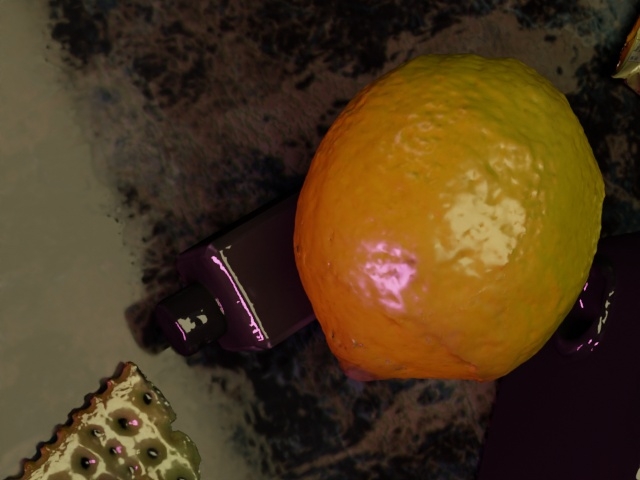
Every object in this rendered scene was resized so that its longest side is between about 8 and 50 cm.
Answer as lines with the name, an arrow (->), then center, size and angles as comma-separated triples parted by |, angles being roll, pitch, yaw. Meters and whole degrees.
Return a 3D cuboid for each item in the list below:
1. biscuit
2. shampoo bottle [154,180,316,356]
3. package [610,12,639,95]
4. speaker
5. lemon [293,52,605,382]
biscuit -> -0.145, 0.197, 0.662 | 0.203, 0.016, 0.144 | -45, 103, -21
shampoo bottle -> 0.000, 0.000, 0.716 | 0.246, 0.080, 0.079 | -31, 96, -25
package -> 0.306, -0.154, 0.902 | 0.121, 0.031, 0.108 | 35, 72, -23
speaker -> 0.263, 0.149, 0.766 | 0.232, 0.184, 0.254 | 24, 73, -21
lemon -> 0.075, -0.013, 0.615 | 0.180, 0.181, 0.193 | 50, 48, -12
